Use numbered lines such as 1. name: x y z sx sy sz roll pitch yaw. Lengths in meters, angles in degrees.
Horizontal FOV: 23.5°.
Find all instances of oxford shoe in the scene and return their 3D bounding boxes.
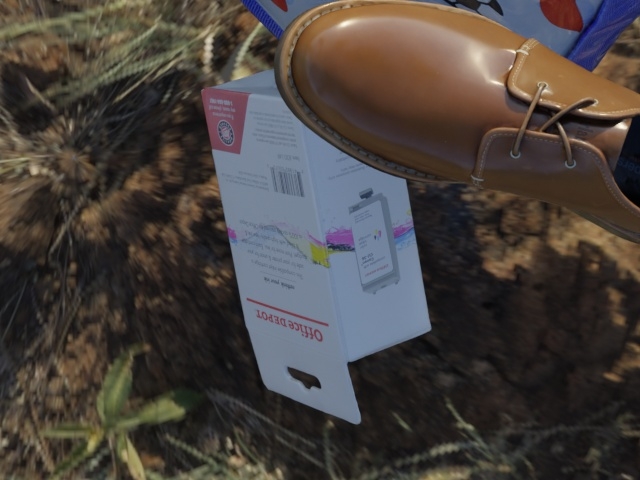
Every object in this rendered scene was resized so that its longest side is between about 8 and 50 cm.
1. oxford shoe: 0.086 -0.051 0.631 0.212 0.076 0.076 16 89 -15

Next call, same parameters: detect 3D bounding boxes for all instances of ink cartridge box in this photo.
1. ink cartridge box: 0.000 0.000 0.926 0.067 0.115 0.198 -19 109 -30

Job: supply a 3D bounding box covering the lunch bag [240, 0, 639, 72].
1. lunch bag: 0.056 -0.261 0.913 0.239 0.328 0.385 -30 78 -20
